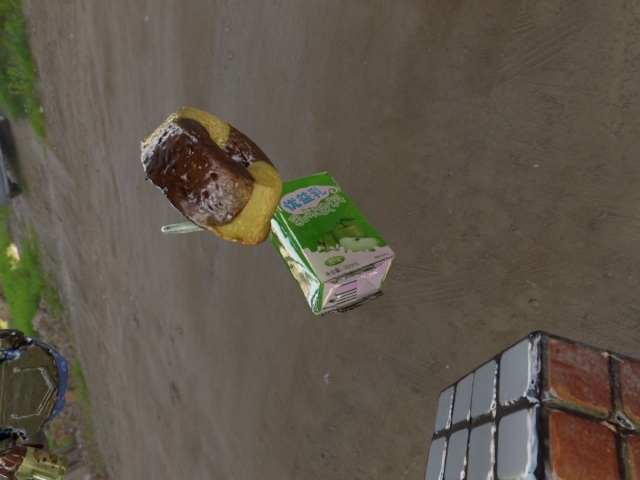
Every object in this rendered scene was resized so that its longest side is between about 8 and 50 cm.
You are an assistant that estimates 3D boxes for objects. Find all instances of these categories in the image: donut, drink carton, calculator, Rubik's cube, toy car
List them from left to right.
[{"bbox_3d":[-0.318,0.121,0.322,0.063,0.216,0.103,5,91,48],"label":"toy car"},{"bbox_3d":[-0.254,-0.029,0.863,0.095,0.153,0.021,-7,94,26],"label":"calculator"},{"bbox_3d":[-0.114,-0.081,0.479,0.073,0.166,0.184,-51,33,19],"label":"donut"},{"bbox_3d":[0.000,0.000,0.801,0.271,0.161,0.108,55,151,36],"label":"drink carton"},{"bbox_3d":[0.334,0.359,0.512,0.345,0.343,0.337,19,146,5],"label":"Rubik's cube"}]

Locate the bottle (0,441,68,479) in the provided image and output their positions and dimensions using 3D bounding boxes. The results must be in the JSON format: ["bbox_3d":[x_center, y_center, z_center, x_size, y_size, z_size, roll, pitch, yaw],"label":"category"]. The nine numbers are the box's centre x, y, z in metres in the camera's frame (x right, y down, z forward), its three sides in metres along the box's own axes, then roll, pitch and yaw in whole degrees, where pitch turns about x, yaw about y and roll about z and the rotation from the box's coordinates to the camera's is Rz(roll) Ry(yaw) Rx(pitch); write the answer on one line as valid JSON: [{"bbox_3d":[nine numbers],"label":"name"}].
[{"bbox_3d":[-0.416,0.316,0.596,0.063,0.047,0.101,6,149,49],"label":"bottle"}]
